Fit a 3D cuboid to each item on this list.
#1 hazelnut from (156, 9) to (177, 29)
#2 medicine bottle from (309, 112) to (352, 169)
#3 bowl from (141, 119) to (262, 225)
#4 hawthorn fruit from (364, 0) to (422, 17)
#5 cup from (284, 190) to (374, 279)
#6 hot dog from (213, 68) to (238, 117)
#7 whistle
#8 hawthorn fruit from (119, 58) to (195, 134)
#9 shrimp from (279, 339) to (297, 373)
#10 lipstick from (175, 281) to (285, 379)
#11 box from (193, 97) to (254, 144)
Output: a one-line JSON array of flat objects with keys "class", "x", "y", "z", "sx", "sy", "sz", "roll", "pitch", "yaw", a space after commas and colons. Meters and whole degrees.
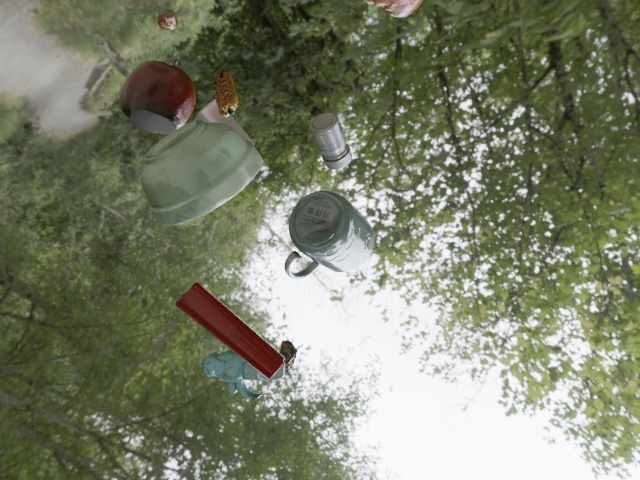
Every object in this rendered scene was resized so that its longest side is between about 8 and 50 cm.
[{"class": "hazelnut", "x": -0.642, "y": -0.930, "z": 1.794, "sx": 0.086, "sy": 0.086, "sz": 0.086, "roll": -32, "pitch": -149, "yaw": 23}, {"class": "medicine bottle", "x": 0.036, "y": -0.330, "z": 1.421, "sx": 0.105, "sy": 0.168, "sz": 0.105, "roll": -13, "pitch": -131, "yaw": 15}, {"class": "bowl", "x": -0.312, "y": -0.185, "z": 1.054, "sx": 0.307, "sy": 0.163, "sz": 0.307, "roll": -22, "pitch": -147, "yaw": 15}, {"class": "hawthorn fruit", "x": 0.242, "y": -0.815, "z": 1.306, "sx": 0.263, "sy": 0.235, "sz": 0.231, "roll": -22, "pitch": -134, "yaw": 39}, {"class": "cup", "x": 0.000, "y": 0.000, "z": 1.552, "sx": 0.356, "sy": 0.274, "sz": 0.259, "roll": -46, "pitch": -118, "yaw": 4}, {"class": "hot dog", "x": -0.289, "y": -0.441, "z": 1.278, "sx": 0.072, "sy": 0.055, "sz": 0.188, "roll": -36, "pitch": -125, "yaw": 27}, {"class": "whistle", "x": -0.249, "y": 0.398, "z": 1.347, "sx": 0.093, "sy": 0.274, "sz": 0.186, "roll": 45, "pitch": 49, "yaw": -86}, {"class": "hawthorn fruit", "x": -0.494, "y": -0.452, "z": 1.313, "sx": 0.215, "sy": 0.215, "sz": 0.249, "roll": 18, "pitch": -91, "yaw": 59}, {"class": "shrimp", "x": -0.128, "y": 0.439, "z": 1.598, "sx": 0.074, "sy": 0.073, "sz": 0.190, "roll": -59, "pitch": -168, "yaw": 27}, {"class": "lipstick", "x": -0.207, "y": 0.210, "z": 0.991, "sx": 0.073, "sy": 0.280, "sz": 0.073, "roll": -48, "pitch": -175, "yaw": 6}, {"class": "box", "x": -0.431, "y": -0.472, "z": 1.881, "sx": 0.106, "sy": 0.251, "sz": 0.203, "roll": -47, "pitch": -162, "yaw": -17}]
